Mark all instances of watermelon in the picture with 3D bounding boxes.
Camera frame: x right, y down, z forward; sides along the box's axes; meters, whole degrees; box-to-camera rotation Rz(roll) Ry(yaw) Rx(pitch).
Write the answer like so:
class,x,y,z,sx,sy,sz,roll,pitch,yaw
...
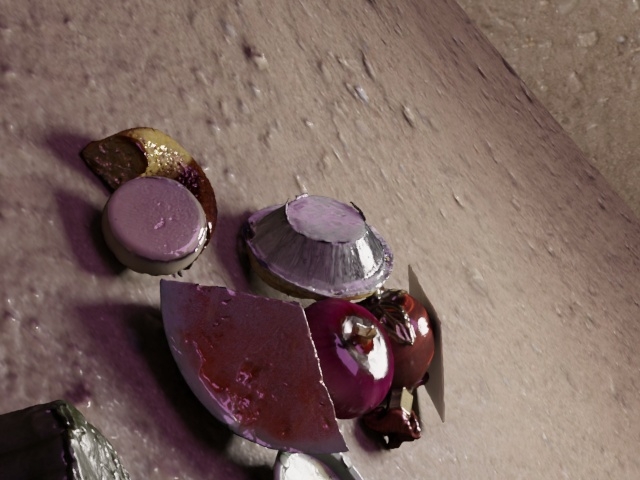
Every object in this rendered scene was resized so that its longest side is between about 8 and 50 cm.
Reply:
class,x,y,z,sx,sy,sz,roll,pitch,yaw
watermelon,-0.079,0.161,1.922,0.256,0.176,0.260,-6,83,-54

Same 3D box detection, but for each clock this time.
class,x,y,z,sx,sy,sz,roll,pitch,yaw
clock,0.004,0.368,1.948,0.236,0.053,0.236,40,31,-31

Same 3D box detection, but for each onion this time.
class,x,y,z,sx,sy,sz,roll,pitch,yaw
onion,0.028,0.167,2.129,0.177,0.153,0.177,56,14,-22

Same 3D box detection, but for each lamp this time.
class,x,y,z,sx,sy,sz,roll,pitch,yaw
lamp,0.110,0.174,2.269,0.223,0.151,0.215,52,29,-15

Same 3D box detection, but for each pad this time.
class,x,y,z,sx,sy,sz,roll,pitch,yaw
pad,0.168,0.164,2.368,0.156,0.004,0.232,-115,-166,-48

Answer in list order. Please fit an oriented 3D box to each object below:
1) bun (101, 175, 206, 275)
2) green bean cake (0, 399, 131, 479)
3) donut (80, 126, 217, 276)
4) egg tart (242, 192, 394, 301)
class,x,y,z,sx,sy,sz,roll,pitch,yaw
bun,-0.223,-0.009,1.954,0.138,0.094,0.138,10,58,-17
green bean cake,-0.241,0.283,1.424,0.227,0.125,0.222,67,4,-62
donut,-0.218,-0.079,2.048,0.217,0.085,0.141,48,26,-15
egg tart,0.000,0.000,2.238,0.234,0.094,0.234,11,34,-7
